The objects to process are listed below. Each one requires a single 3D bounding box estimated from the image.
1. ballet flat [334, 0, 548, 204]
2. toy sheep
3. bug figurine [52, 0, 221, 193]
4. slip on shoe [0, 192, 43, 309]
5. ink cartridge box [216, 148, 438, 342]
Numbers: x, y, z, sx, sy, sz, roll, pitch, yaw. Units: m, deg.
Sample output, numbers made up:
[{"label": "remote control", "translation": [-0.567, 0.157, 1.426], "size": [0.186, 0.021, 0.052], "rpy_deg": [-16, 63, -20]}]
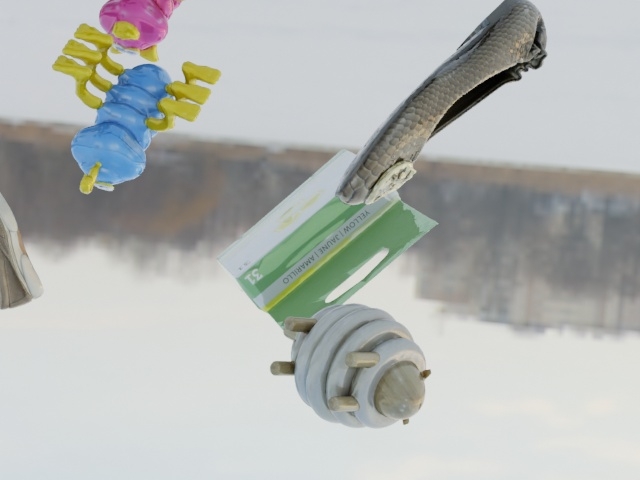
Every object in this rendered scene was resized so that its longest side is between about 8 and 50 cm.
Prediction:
[{"label": "ballet flat", "translation": [0.098, -0.100, 1.376], "size": [0.250, 0.058, 0.084], "rpy_deg": [-46, -179, -36]}, {"label": "toy sheep", "translation": [0.019, 0.081, 1.219], "size": [0.091, 0.091, 0.132], "rpy_deg": [2, -157, -45]}, {"label": "bug figurine", "translation": [-0.176, -0.135, 1.078], "size": [0.279, 0.072, 0.216], "rpy_deg": [22, -129, 10]}, {"label": "slip on shoe", "translation": [-0.286, -0.002, 1.604], "size": [0.041, 0.135, 0.051], "rpy_deg": [-28, -151, -17]}, {"label": "ink cartridge box", "translation": [0.000, 0.000, 1.704], "size": [0.056, 0.171, 0.235], "rpy_deg": [51, 176, -14]}]
